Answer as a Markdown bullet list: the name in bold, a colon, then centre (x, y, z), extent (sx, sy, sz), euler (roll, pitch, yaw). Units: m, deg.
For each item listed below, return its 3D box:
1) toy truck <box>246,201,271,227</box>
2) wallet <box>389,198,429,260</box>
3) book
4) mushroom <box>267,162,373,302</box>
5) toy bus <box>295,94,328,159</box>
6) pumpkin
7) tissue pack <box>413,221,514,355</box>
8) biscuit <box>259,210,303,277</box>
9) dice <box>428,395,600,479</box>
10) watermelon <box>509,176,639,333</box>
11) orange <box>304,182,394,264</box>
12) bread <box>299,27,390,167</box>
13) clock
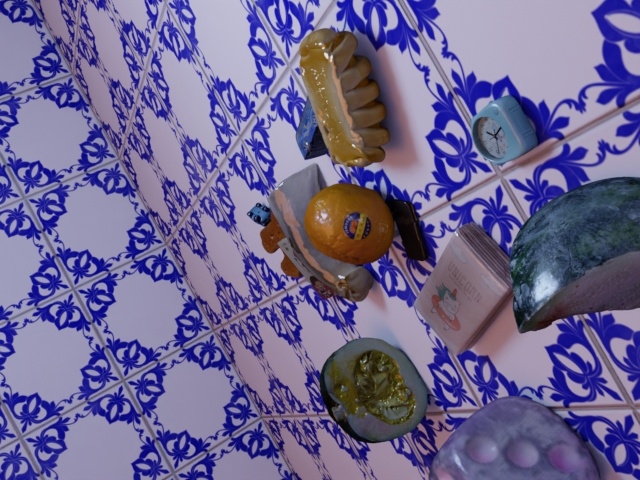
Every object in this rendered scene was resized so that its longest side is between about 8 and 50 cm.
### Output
- **toy truck**: centre (-0.177, -0.068, 2.342), extent (0.136, 0.063, 0.074), euler (32, 162, 45)
- **wallet**: centre (0.209, -0.024, 1.695), extent (0.082, 0.018, 0.156), euler (13, 126, 60)
- **book**: centre (-0.020, 0.072, 2.146), extent (0.232, 0.022, 0.162), euler (50, 147, -7)
- **mushroom**: centre (0.001, 0.001, 1.985), extent (0.177, 0.126, 0.396), euler (-26, 95, 38)
- **toy bus**: centre (0.000, -0.294, 1.758), extent (0.236, 0.079, 0.094), euler (117, 138, -60)
- **pumpkin**: centre (0.129, 0.433, 2.035), extent (0.292, 0.264, 0.197), euler (59, 159, 12)
- **tissue pack**: centre (0.315, 0.114, 1.572), extent (0.170, 0.071, 0.325), euler (53, 154, 22)
- **biscuit**: centre (-0.082, -0.014, 2.204), extent (0.202, 0.047, 0.334), euler (48, 148, 9)
- **dice**: centre (0.415, 0.526, 1.564), extent (0.270, 0.271, 0.270), euler (42, 149, 35)
- **watermelon**: centre (0.433, 0.023, 1.136), extent (0.214, 0.320, 0.289), euler (44, -165, -21)
- **orange**: centre (0.070, -0.041, 1.719), extent (0.219, 0.219, 0.192), euler (-3, 73, 63)
- **bread**: centre (0.059, -0.311, 1.563), extent (0.173, 0.121, 0.311), euler (13, 127, 54)
- **clock**: centre (0.315, -0.188, 1.292), extent (0.108, 0.045, 0.147), euler (62, 156, 1)
